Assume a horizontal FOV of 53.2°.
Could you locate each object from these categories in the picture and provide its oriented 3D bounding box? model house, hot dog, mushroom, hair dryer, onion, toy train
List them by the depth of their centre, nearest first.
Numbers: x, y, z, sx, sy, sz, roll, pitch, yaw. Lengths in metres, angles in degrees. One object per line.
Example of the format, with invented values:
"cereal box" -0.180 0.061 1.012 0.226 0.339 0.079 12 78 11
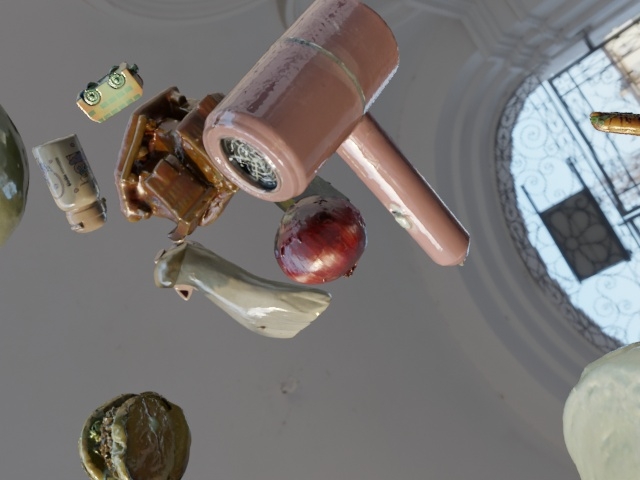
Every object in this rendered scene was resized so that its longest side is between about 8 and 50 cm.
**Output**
"hair dryer" 0.056 -0.074 0.721 0.352 0.125 0.210 46 -117 -20
"onion" 0.000 0.000 0.841 0.131 0.131 0.131 29 -136 -32
"hot dog" 0.476 -0.183 0.985 0.122 0.036 0.049 8 -152 4
"model house" -0.221 -0.129 1.106 0.199 0.229 0.219 -48 -41 -37
"mushroom" -0.156 0.090 1.250 0.329 0.159 0.122 24 -150 -12
"toy train" -0.553 -0.394 1.698 0.099 0.188 0.072 56 -173 -31

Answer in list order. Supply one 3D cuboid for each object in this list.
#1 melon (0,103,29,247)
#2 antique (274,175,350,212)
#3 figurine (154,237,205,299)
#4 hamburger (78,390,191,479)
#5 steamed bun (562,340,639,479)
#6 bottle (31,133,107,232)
"melon" -0.484 -0.090 0.736 0.272 0.307 0.271 4 -131 -4
"antique" -0.042 -0.094 1.284 0.080 0.081 0.221 -39 -121 -21
"figurine" -0.321 0.061 1.531 0.138 0.125 0.125 52 -145 -21
"hamburger" -0.297 0.326 1.009 0.177 0.114 0.185 65 -150 -31
"steamed bun" 0.385 0.170 0.517 0.291 0.272 0.273 -8 -130 -30
"bottle" -0.534 -0.121 1.392 0.110 0.097 0.209 -51 -53 -58
